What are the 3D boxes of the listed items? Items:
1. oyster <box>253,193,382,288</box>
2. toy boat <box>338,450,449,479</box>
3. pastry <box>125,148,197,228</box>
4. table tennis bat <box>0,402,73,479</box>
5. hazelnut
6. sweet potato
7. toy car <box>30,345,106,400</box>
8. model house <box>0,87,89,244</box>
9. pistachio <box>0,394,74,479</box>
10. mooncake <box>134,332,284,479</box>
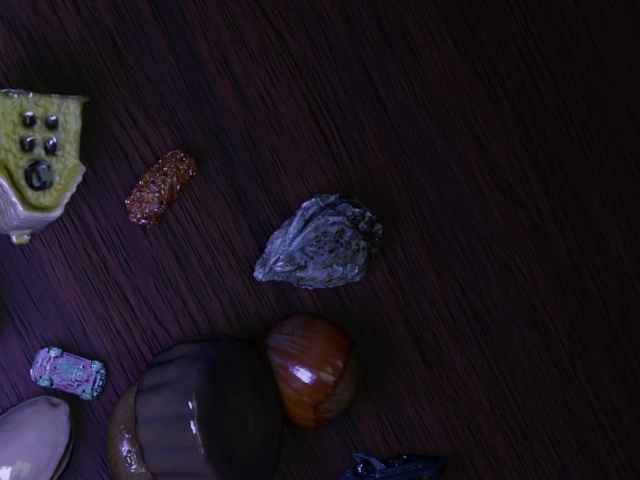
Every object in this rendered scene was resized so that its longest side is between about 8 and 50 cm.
[{"bbox_3d":[0.000,0.000,1.972,0.267,0.112,0.198,4,101,-36],"label":"oyster"},{"bbox_3d":[0.153,0.455,1.974,0.246,0.093,0.103,-6,92,-29],"label":"toy boat"},{"bbox_3d":[-0.290,-0.101,1.846,0.087,0.063,0.169,41,64,-19],"label":"pastry"},{"bbox_3d":[-0.510,0.382,1.668,0.150,0.027,0.236,37,65,-17],"label":"table tennis bat"},{"bbox_3d":[-0.023,0.243,1.863,0.210,0.186,0.210,-16,117,-35],"label":"hazelnut"},{"bbox_3d":[-0.313,0.365,1.736,0.124,0.098,0.310,10,72,-56],"label":"sweet potato"},{"bbox_3d":[-0.435,0.228,1.718,0.142,0.055,0.069,27,70,-37],"label":"toy car"},{"bbox_3d":[-0.480,-0.118,1.674,0.174,0.193,0.234,-4,83,-31],"label":"model house"},{"bbox_3d":[-0.485,0.349,1.607,0.152,0.126,0.223,30,58,21],"label":"pistachio"},{"bbox_3d":[-0.196,0.305,1.715,0.290,0.161,0.290,36,47,-53],"label":"mooncake"}]
